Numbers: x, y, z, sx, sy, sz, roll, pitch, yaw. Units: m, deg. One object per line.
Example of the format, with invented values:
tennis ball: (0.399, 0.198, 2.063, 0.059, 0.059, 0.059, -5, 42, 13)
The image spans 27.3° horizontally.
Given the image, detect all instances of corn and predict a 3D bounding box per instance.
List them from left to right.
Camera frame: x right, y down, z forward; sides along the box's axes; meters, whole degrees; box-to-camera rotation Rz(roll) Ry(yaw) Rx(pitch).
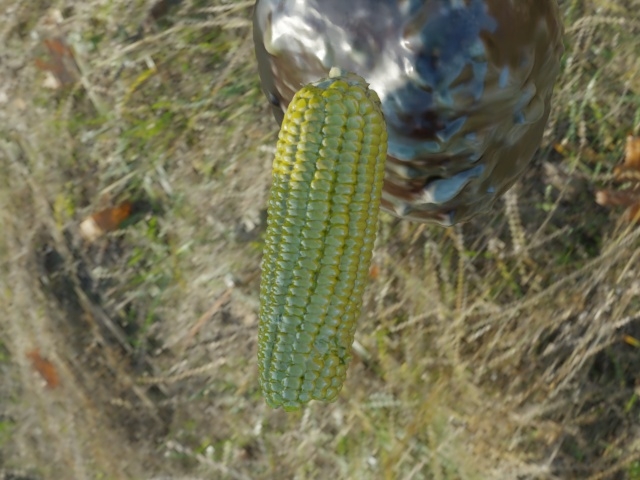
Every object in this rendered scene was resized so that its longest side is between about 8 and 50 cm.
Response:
corn: (0.000, 0.000, 0.785, 0.067, 0.067, 0.206, 9, 94, 24)

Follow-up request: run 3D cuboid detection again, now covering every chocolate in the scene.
chocolate: (0.092, -0.139, 1.116, 0.210, 0.225, 0.340, 46, 160, 29)
